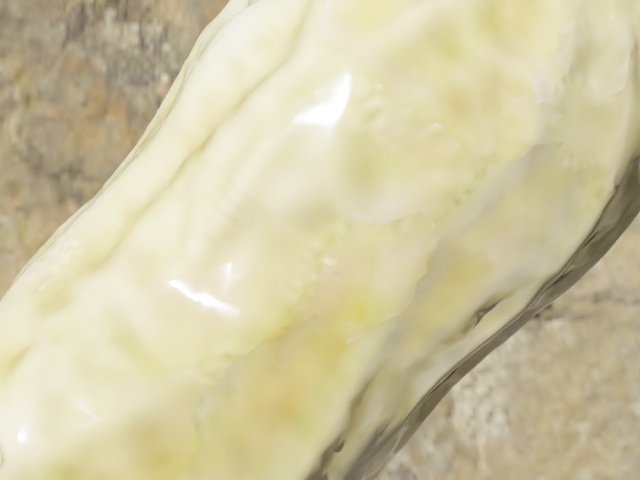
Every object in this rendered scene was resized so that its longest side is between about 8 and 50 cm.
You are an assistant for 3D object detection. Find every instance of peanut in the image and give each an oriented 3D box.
[{"bbox_3d":[0.001,0.000,0.696,0.158,0.174,0.340,38,95,-13],"label":"peanut"}]
